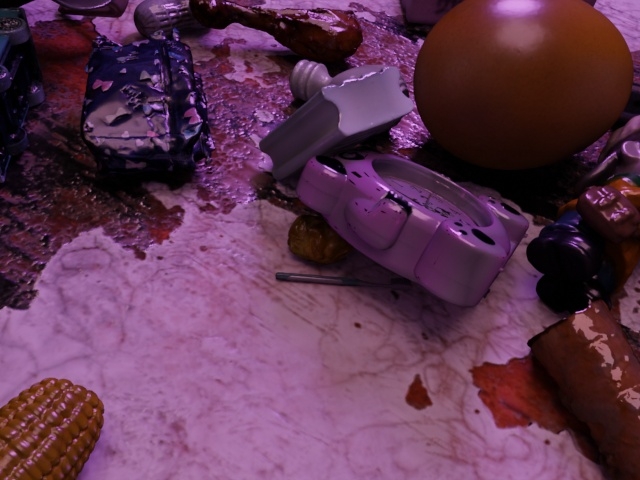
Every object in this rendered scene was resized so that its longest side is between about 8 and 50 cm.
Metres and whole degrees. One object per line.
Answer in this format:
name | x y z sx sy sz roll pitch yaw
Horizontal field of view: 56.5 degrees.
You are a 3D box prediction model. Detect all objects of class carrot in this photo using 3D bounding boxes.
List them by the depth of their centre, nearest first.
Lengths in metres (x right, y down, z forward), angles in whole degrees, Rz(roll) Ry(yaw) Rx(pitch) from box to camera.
carrot | 0.314 0.184 0.589 0.102 0.101 0.263 -13 55 -20

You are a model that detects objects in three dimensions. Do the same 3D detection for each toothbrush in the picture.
toothbrush | 0.029 0.047 0.721 0.167 0.011 0.014 5 43 -5

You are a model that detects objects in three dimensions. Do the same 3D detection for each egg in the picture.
egg | 0.289 -0.226 0.849 0.323 0.250 0.250 -4 48 -23

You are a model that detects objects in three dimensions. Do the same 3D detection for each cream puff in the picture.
cream puff | 0.000 0.000 0.734 0.083 0.083 0.058 16 92 -9

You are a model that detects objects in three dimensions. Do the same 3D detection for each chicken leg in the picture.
chicken leg | -0.076 -0.373 1.021 0.305 0.093 0.113 11 38 -6

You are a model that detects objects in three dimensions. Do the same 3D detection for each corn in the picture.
corn | -0.281 0.235 0.448 0.106 0.106 0.305 22 44 11

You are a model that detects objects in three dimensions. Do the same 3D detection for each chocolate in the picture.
chocolate | -0.246 -0.398 1.041 0.167 0.072 0.072 -28 58 -28

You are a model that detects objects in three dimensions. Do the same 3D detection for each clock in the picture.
clock | 0.111 -0.031 0.710 0.248 0.090 0.228 32 25 17

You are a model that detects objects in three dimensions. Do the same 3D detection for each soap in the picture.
soap | 0.013 -0.146 0.770 0.119 0.198 0.066 -24 92 -29

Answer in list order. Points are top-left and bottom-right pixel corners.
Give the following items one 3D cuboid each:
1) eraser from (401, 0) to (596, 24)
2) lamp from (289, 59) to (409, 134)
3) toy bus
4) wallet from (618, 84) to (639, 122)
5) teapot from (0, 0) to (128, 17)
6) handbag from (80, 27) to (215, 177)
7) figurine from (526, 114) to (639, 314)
eraser | 0.347 -0.542 1.233 0.360 0.122 0.272 4 46 -7
lamp | 0.045 -0.228 0.917 0.193 0.106 0.106 21 48 20
toy bus | -0.466 -0.198 0.790 0.147 0.128 0.256 -1 46 -8
wallet | 0.647 -0.167 0.926 0.361 0.083 0.252 16 20 6
teapot | -0.469 -0.444 0.908 0.344 0.300 0.253 15 82 27
handbag | -0.237 -0.189 0.828 0.162 0.113 0.260 -10 52 -9
figurine | 0.394 -0.045 0.768 0.332 0.185 0.204 -28 26 -9
